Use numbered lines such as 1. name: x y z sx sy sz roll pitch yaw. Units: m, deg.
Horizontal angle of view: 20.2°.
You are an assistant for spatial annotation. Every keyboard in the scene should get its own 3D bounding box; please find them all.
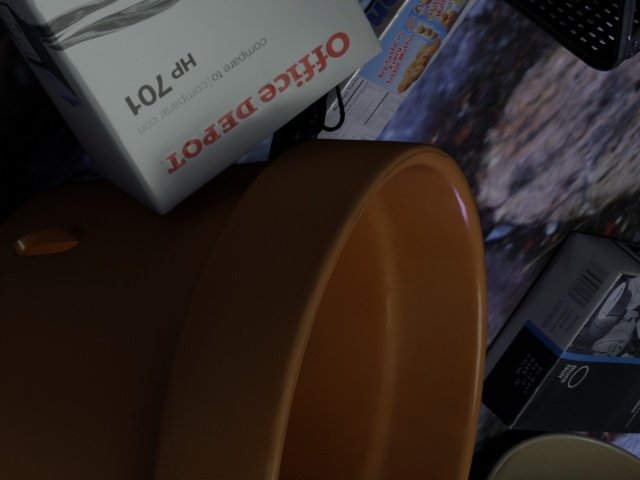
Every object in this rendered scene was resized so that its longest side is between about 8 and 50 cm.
1. keyboard: 0.005 -0.091 0.993 0.100 0.038 0.192 -38 143 -70

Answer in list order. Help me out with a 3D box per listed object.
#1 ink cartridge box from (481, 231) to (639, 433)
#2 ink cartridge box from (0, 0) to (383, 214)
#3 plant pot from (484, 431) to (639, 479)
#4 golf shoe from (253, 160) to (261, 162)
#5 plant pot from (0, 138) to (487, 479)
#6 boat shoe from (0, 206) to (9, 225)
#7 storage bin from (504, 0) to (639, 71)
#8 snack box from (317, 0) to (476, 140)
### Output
1. ink cartridge box: 0.272 0.088 1.569 0.333 0.065 0.165 7 120 -54
2. ink cartridge box: -0.078 -0.131 0.819 0.140 0.082 0.190 -38 120 -14
3. plant pot: 0.190 0.353 1.633 0.256 0.256 0.274 -16 154 -40
4. golf shoe: 0.000 0.000 1.131 0.198 0.077 0.094 8 119 -55
5. plant pot: -0.056 0.083 0.912 0.291 0.204 0.290 8 90 -69
6. boat shoe: -0.190 0.008 0.930 0.207 0.073 0.073 49 48 -62
7. storage bin: 0.130 -0.192 0.967 0.084 0.180 0.122 -31 146 -22
8. snack box: 0.049 -0.124 1.099 0.178 0.022 0.064 -54 147 12
